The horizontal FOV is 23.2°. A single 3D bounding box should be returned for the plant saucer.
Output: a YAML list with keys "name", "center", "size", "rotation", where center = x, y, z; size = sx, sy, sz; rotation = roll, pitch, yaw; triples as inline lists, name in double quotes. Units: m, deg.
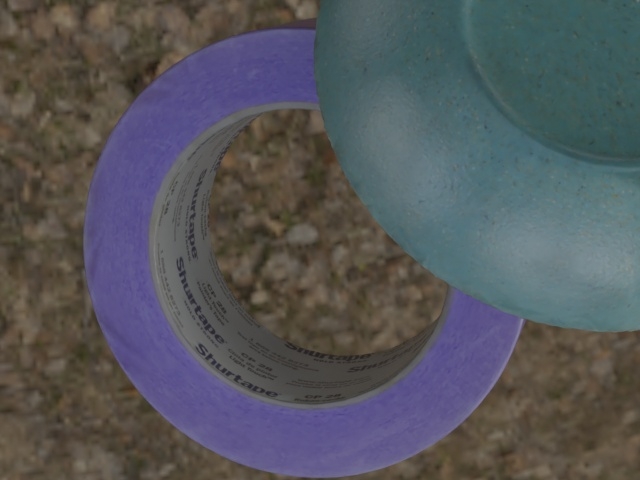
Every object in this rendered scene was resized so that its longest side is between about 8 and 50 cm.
- name: "plant saucer"
  center: [0.095, -0.067, 0.532]
  size: [0.195, 0.195, 0.037]
  rotation: [-7, 161, -7]

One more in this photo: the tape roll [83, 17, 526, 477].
- name: "tape roll"
  center: [0.000, 0.000, 0.670]
  size: [0.189, 0.080, 0.189]
  rotation: [2, 102, 12]
